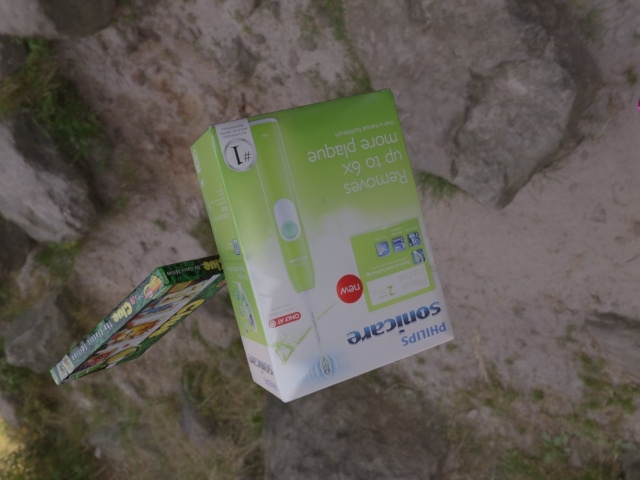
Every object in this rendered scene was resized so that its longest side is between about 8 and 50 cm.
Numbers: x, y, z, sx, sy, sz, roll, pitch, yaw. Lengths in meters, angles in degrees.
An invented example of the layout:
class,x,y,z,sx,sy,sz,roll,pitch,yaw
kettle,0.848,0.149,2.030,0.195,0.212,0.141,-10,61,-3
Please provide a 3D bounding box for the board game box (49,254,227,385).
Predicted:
class,x,y,z,sx,sy,sz,roll,pitch,yaw
board game box,-0.218,0.098,0.802,0.260,0.136,0.030,-39,78,32

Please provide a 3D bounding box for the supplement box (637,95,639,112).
class,x,y,z,sx,sy,sz,roll,pitch,yaw
supplement box,0.571,-0.240,0.969,0.111,0.220,0.114,47,142,-19

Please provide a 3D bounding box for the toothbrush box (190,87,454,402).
class,x,y,z,sx,sy,sz,roll,pitch,yaw
toothbrush box,0.000,0.000,0.701,0.122,0.206,0.283,178,77,-69
